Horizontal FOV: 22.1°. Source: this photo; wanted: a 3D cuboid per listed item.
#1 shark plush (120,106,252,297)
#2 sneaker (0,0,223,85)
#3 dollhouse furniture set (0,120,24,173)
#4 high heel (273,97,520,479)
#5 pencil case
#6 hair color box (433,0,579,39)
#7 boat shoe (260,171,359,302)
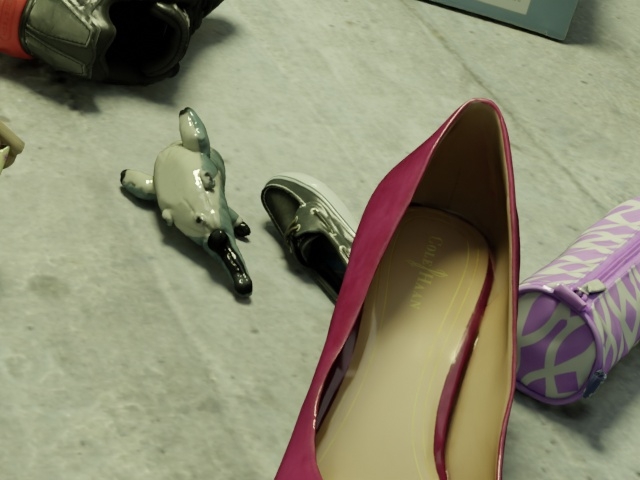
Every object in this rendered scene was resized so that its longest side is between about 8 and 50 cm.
[{"bbox_3d":[-0.069,-0.026,1.107,0.067,0.073,0.161,32,8,-41],"label":"shark plush"},{"bbox_3d":[-0.133,-0.188,1.307,0.135,0.098,0.276,30,34,25],"label":"sneaker"},{"bbox_3d":[-0.281,0.006,0.953,0.161,0.101,0.182,-13,47,36],"label":"dollhouse furniture set"},{"bbox_3d":[0.050,0.070,0.861,0.127,0.181,0.377,13,29,-6],"label":"high heel"},{"bbox_3d":[0.184,0.034,1.090,0.086,0.088,0.206,29,30,18],"label":"pencil case"},{"bbox_3d":[0.193,-0.349,1.738,0.185,0.114,0.374,17,29,1],"label":"hair color box"},{"bbox_3d":[0.000,0.000,1.098,0.040,0.049,0.142,-12,41,-40],"label":"boat shoe"}]
